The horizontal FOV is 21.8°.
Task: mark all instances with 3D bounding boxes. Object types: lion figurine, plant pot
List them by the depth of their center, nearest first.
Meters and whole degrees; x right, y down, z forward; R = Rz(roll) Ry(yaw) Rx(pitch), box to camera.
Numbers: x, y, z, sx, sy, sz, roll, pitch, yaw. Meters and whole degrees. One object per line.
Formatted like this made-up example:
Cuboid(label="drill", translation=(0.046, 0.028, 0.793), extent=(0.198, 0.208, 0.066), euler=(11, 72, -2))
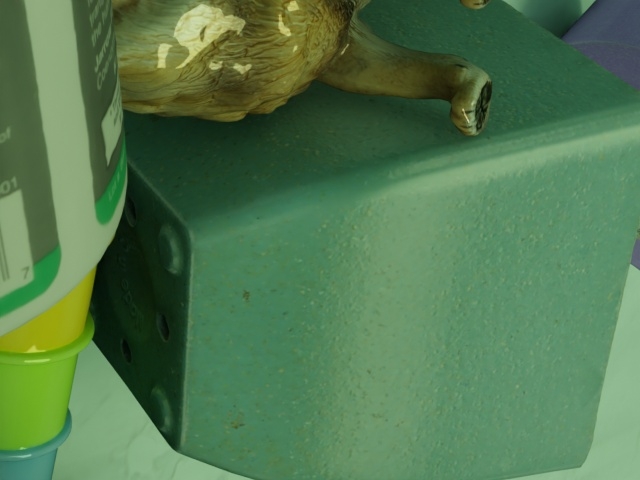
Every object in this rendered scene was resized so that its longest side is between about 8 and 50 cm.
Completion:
Cuboid(label="lion figurine", translation=(0.012, -0.187, 0.889), extent=(0.392, 0.240, 0.142), euler=(-52, 150, -42))
Cuboid(label="plant pot", translation=(0.000, 0.000, 0.956), extent=(0.252, 0.248, 0.247), euler=(-13, 126, -27))

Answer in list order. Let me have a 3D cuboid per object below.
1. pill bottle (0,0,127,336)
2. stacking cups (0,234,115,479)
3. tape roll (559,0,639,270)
Cuboid(label="pill bottle", translation=(-0.182, -0.141, 0.599), extent=(0.204, 0.204, 0.361), euler=(-36, 145, -33))
Cuboid(label="stacking cups", translation=(-0.186, 0.124, 0.920), extent=(0.096, 0.096, 0.316), euler=(-14, 126, -48))
Cuboid(label="tape roll", translation=(0.289, -0.069, 1.248), extent=(0.090, 0.275, 0.274), euler=(-47, 145, -23))
